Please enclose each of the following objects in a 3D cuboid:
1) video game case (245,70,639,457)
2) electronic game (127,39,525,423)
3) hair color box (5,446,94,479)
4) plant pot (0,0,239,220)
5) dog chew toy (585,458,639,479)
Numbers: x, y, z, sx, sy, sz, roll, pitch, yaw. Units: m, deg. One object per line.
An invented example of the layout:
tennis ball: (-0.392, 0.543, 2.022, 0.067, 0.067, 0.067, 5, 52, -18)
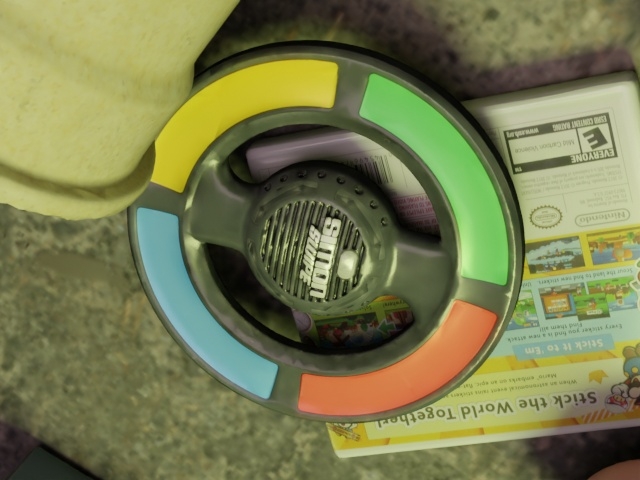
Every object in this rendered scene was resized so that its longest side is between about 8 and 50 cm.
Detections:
video game case: (0.089, 0.021, 0.860, 0.227, 0.026, 0.206, -9, 110, 20)
electronic game: (0.000, 0.000, 0.835, 0.229, 0.048, 0.229, 6, 114, 14)
hair color box: (-0.209, 0.346, 1.044, 0.185, 0.113, 0.374, 31, 119, 2)
plant pot: (-0.102, -0.234, 0.668, 0.305, 0.334, 0.334, -43, 96, 16)
dog chew toy: (0.274, 0.204, 0.793, 0.331, 0.206, 0.207, 9, 115, 22)
